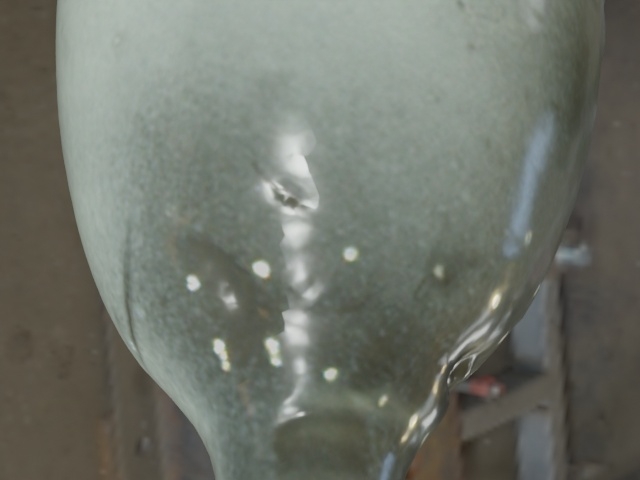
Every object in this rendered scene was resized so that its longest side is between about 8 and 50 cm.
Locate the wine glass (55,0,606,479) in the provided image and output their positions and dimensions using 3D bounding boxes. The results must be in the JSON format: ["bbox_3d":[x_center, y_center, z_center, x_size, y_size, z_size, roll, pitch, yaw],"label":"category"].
[{"bbox_3d":[0.001,0.000,0.578,0.190,0.190,0.357,36,47,-46],"label":"wine glass"}]
